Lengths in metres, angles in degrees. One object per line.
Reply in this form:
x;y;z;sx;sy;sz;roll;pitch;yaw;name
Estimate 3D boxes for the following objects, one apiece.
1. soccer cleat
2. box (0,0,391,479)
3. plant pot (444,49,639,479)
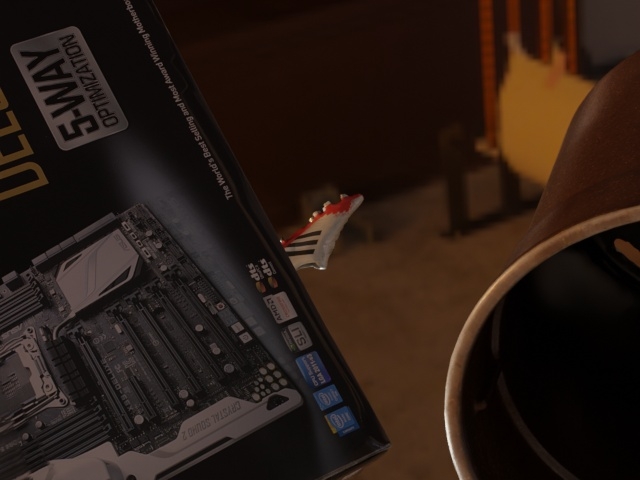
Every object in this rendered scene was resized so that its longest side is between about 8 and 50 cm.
0.000;0.000;1.277;0.083;0.036;0.029;-37;176;-6;soccer cleat
-0.143;0.029;0.952;0.242;0.307;0.076;-22;167;-28;box
0.138;0.018;0.637;0.167;0.167;0.165;1;-149;14;plant pot
